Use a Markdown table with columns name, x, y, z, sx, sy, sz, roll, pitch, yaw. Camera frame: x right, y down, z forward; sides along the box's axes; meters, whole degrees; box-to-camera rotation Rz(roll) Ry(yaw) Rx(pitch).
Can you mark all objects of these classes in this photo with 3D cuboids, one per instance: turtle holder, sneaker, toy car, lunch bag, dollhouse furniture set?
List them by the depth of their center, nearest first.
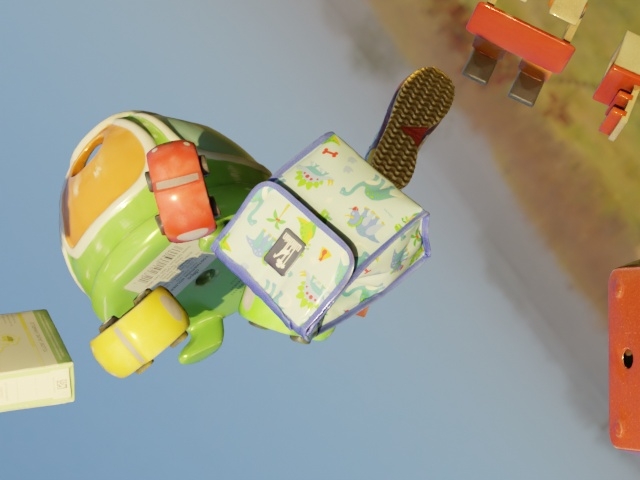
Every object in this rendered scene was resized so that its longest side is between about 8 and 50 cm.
| name | x | y | z | sx | sy | sz | roll | pitch | yaw |
| --- | --- | --- | --- | --- | --- | --- | --- | --- | --- |
| lunch bag | 0.000 | 0.000 | 1.518 | 0.129 | 0.151 | 0.096 | 42 | 162 | 26 |
| toy car | -0.087 | 0.043 | 1.675 | 0.225 | 0.239 | 0.053 | 17 | -176 | -5 |
| turtle holder | -0.138 | -0.026 | 1.929 | 0.320 | 0.243 | 0.227 | -12 | -124 | -38 |
| sneaker | 0.093 | -0.124 | 2.071 | 0.069 | 0.185 | 0.084 | 35 | 153 | -8 |
| dollhouse furniture set | 0.329 | -0.262 | 2.469 | 0.259 | 0.135 | 0.262 | 26 | 157 | 2 |

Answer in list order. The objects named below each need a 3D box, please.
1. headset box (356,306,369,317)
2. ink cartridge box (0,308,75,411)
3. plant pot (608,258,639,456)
| name | x | y | z | sx | sy | sz | roll | pitch | yaw |
| --- | --- | --- | --- | --- | --- | --- | --- | --- | --- |
| headset box | 0.011 | 0.050 | 1.811 | 0.083 | 0.032 | 0.062 | 17 | -172 | -27 |
| ink cartridge box | -0.407 | 0.145 | 1.978 | 0.171 | 0.235 | 0.056 | -134 | 41 | -63 |
| plant pot | 0.427 | 0.114 | 1.711 | 0.267 | 0.236 | 0.267 | 175 | 97 | -65 |
